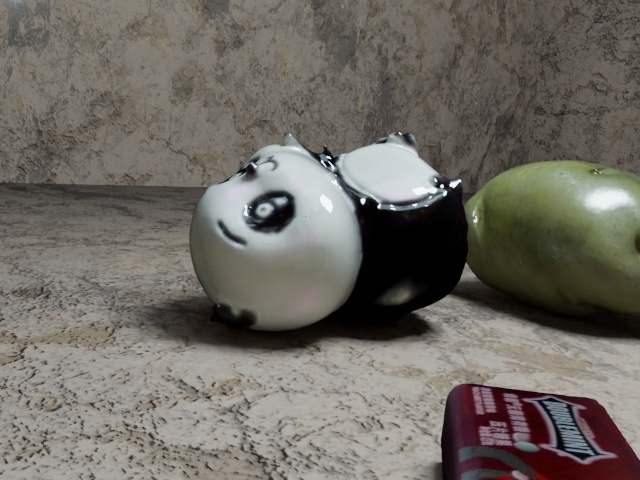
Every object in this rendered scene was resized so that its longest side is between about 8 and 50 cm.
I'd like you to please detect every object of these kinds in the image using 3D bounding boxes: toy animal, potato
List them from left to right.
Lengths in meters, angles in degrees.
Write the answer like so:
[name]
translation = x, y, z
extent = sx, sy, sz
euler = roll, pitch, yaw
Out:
[toy animal]
translation = 0.000, 0.000, 0.848
extent = 0.310, 0.250, 0.251
euler = -9, 12, -16
[potato]
translation = 0.360, -0.006, 1.024
extent = 0.243, 0.220, 0.326
euler = -11, 12, -27

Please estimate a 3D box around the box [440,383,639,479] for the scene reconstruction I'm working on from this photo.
[box]
translation = 0.130, 0.151, 0.404
extent = 0.120, 0.069, 0.224
euler = 5, 7, 9
